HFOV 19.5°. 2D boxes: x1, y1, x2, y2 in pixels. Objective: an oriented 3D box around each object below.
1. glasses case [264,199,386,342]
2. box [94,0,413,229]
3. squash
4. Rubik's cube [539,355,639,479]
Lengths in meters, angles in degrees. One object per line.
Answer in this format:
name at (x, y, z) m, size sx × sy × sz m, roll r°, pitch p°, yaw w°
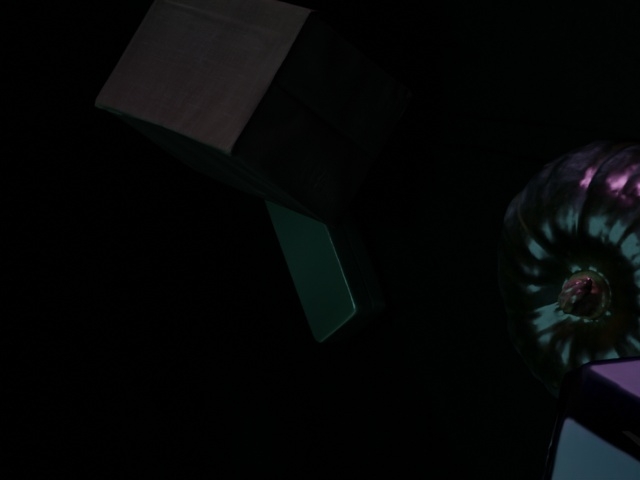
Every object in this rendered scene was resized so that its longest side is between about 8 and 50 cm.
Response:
glasses case at (0.000, 0.000, 1.755) m, size 0.078 × 0.039 × 0.184 m, roll -42°, pitch 61°, yaw 46°
box at (-0.062, -0.133, 1.695) m, size 0.231 × 0.149 × 0.155 m, roll 21°, pitch 80°, yaw 49°
squash at (0.227, 0.030, 1.345) m, size 0.218 × 0.172 × 0.218 m, roll 48°, pitch 149°, yaw 42°
Rubik's cube at (0.309, 0.242, 1.172) m, size 0.293 × 0.283 × 0.288 m, roll 28°, pitch 117°, yaw 47°
